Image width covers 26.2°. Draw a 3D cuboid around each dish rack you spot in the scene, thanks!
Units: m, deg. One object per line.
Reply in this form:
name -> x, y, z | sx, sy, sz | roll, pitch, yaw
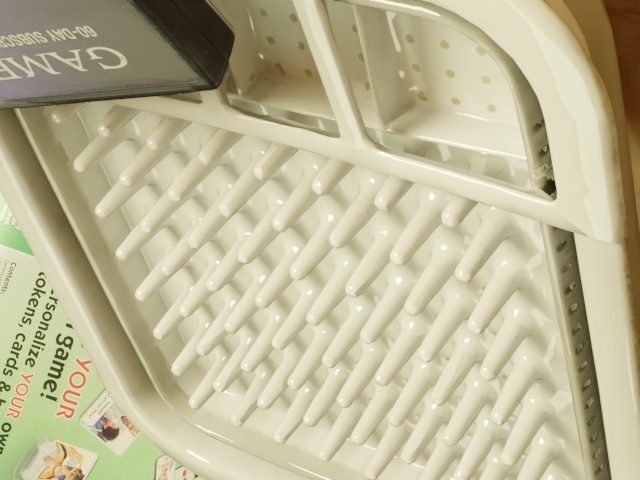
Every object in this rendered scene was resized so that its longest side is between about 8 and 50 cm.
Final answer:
dish rack -> 0.000, 0.000, 0.513 | 0.285, 0.072, 0.333 | 15, 141, 32

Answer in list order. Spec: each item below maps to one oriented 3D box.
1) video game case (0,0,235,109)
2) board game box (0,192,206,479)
video game case -> -0.172, -0.113, 0.339 | 0.196, 0.026, 0.274 | -1, 153, 32
board game box -> -0.079, 0.061, 0.693 | 0.213, 0.317, 0.046 | 21, 179, -7
